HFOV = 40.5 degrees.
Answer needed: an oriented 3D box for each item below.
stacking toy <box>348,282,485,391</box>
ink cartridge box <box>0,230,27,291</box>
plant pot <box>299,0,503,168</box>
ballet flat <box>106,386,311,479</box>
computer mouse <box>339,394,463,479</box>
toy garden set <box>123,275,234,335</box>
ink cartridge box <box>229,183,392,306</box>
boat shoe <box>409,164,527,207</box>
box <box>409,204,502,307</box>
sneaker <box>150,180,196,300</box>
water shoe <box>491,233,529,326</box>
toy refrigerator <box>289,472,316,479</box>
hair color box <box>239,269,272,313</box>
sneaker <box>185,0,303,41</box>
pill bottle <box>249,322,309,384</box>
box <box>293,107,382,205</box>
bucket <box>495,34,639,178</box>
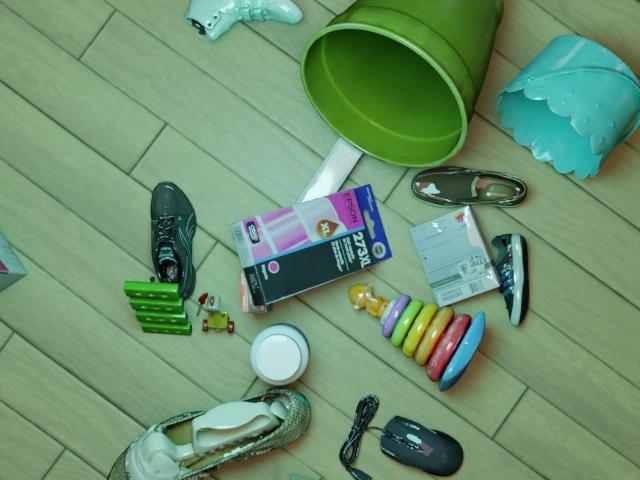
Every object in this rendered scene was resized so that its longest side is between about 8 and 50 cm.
[{"bbox_3d":[0.191,0.180,1.870,0.301,0.166,0.175,28,74,13],"label":"stacking toy"},{"bbox_3d":[-0.816,-0.052,1.809,0.160,0.279,0.385,-34,87,-2],"label":"ink cartridge box"},{"bbox_3d":[0.201,-0.403,1.787,0.366,0.366,0.353,32,62,2],"label":"plant pot"},{"bbox_3d":[-0.255,0.419,1.828,0.482,0.182,0.164,-22,63,0],"label":"ballet flat"},{"bbox_3d":[0.171,0.471,1.886,0.262,0.060,0.184,28,87,2],"label":"computer mouse"},{"bbox_3d":[-0.290,0.135,1.829,0.203,0.244,0.049,4,63,1],"label":"toy garden set"},{"bbox_3d":[0.000,0.000,1.819,0.370,0.069,0.176,-18,92,-34],"label":"ink cartridge box"},{"bbox_3d":[0.326,-0.122,1.900,0.257,0.095,0.095,1,87,0],"label":"boat shoe"},{"bbox_3d":[0.294,0.035,1.897,0.145,0.038,0.186,-23,87,21],"label":"box"},{"bbox_3d":[-0.321,-0.001,1.893,0.101,0.106,0.268,-10,85,2],"label":"sneaker"},{"bbox_3d":[0.414,0.087,1.913,0.080,0.073,0.203,0,88,28],"label":"water shoe"},{"bbox_3d":[0.050,0.595,1.863,0.269,0.094,0.102,17,87,1],"label":"toy refrigerator"},{"bbox_3d":[-0.136,0.107,1.854,0.053,0.167,0.093,-4,86,0],"label":"hair color box"},{"bbox_3d":[-0.173,-0.490,1.922,0.255,0.094,0.151,22,81,11],"label":"sneaker"},{"bbox_3d":[-0.085,0.238,1.819,0.124,0.221,0.124,0,87,1],"label":"pill bottle"},{"bbox_3d":[0.023,-0.141,1.919,0.067,0.063,0.324,33,87,3],"label":"box"},{"bbox_3d":[0.529,-0.283,1.829,0.281,0.281,0.183,39,84,2],"label":"bucket"}]
